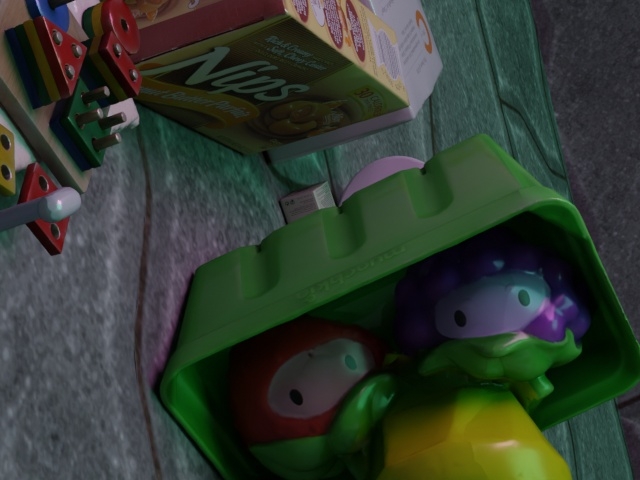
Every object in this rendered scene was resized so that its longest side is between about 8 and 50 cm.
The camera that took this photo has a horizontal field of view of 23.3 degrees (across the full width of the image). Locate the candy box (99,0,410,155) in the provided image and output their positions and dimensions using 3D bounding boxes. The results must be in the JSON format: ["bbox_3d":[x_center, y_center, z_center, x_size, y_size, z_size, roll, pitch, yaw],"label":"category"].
[{"bbox_3d":[-0.058,-0.169,1.402,0.316,0.183,0.088,24,52,-66],"label":"candy box"}]

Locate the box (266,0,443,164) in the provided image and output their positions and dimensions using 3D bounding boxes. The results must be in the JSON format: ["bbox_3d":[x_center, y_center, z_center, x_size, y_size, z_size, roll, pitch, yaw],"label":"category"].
[{"bbox_3d":[-0.016,-0.289,1.642,0.215,0.168,0.345,-59,129,-66],"label":"box"}]

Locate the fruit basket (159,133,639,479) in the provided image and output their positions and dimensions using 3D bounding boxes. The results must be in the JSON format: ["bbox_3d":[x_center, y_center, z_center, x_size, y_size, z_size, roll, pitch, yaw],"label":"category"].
[{"bbox_3d":[0.086,0.141,1.277,0.392,0.392,0.283,-86,153,-45],"label":"fruit basket"}]

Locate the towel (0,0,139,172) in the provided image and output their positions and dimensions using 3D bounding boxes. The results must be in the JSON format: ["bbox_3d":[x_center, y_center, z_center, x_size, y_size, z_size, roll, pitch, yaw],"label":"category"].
[{"bbox_3d":[-0.253,-0.208,1.085,0.317,0.053,0.332,-40,113,-69],"label":"towel"}]

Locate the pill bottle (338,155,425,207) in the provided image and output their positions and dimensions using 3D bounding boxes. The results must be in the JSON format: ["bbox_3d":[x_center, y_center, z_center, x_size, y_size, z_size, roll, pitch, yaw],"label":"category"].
[{"bbox_3d":[0.132,0.000,1.841,0.283,0.160,0.160,30,47,-64],"label":"pill bottle"}]

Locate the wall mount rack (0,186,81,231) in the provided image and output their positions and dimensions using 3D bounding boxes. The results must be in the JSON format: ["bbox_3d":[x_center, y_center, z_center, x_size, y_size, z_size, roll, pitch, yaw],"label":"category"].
[{"bbox_3d":[-0.272,-0.066,0.803,0.304,0.130,0.350,-35,107,-58],"label":"wall mount rack"}]

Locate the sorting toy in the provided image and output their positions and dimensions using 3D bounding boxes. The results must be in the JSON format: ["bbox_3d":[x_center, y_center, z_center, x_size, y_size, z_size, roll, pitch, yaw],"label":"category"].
[{"bbox_3d":[-0.176,-0.117,1.075,0.274,0.046,0.132,-83,150,-48],"label":"sorting toy"}]

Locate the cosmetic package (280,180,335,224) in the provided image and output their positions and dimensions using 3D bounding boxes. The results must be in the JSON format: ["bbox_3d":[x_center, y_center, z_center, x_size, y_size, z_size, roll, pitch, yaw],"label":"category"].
[{"bbox_3d":[0.000,0.000,1.650,0.060,0.041,0.115,-37,111,-70],"label":"cosmetic package"}]
